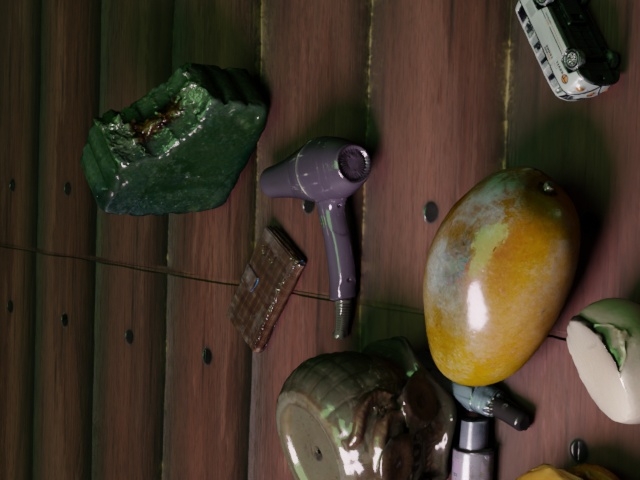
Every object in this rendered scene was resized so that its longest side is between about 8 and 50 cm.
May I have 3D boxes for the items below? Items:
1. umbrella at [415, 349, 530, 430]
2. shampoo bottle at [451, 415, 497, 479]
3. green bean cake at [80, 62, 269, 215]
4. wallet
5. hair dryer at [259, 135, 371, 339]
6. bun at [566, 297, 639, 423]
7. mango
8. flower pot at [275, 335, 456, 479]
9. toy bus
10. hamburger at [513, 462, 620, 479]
[{"bbox_3d":[0.232,0.234,1.902,0.250,0.053,0.052,29,111,50],"label":"umbrella"},{"bbox_3d":[0.238,0.384,1.889,0.072,0.072,0.214,7,96,52],"label":"shampoo bottle"},{"bbox_3d":[-0.287,-0.204,2.359,0.308,0.300,0.169,-56,50,36],"label":"green bean cake"},{"bbox_3d":[-0.107,0.095,2.342,0.124,0.042,0.230,49,128,36],"label":"wallet"},{"bbox_3d":[0.000,0.000,2.172,0.301,0.121,0.361,-9,89,60],"label":"hair dryer"},{"bbox_3d":[0.417,0.155,1.612,0.173,0.119,0.173,158,90,-80],"label":"bun"},{"bbox_3d":[0.252,0.065,1.770,0.221,0.198,0.384,47,135,32],"label":"mango"},{"bbox_3d":[0.079,0.311,1.930,0.302,0.213,0.302,37,137,45],"label":"flower pot"},{"bbox_3d":[0.350,-0.285,1.726,0.089,0.087,0.194,-48,55,49],"label":"toy bus"},{"bbox_3d":[0.342,0.463,1.687,0.318,0.158,0.319,5,96,51],"label":"hamburger"}]
